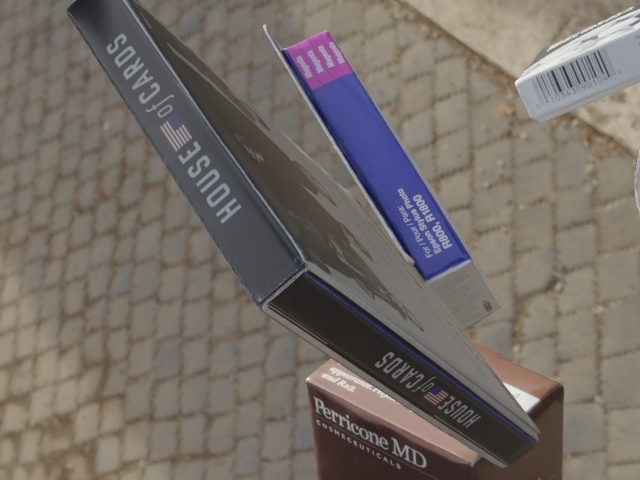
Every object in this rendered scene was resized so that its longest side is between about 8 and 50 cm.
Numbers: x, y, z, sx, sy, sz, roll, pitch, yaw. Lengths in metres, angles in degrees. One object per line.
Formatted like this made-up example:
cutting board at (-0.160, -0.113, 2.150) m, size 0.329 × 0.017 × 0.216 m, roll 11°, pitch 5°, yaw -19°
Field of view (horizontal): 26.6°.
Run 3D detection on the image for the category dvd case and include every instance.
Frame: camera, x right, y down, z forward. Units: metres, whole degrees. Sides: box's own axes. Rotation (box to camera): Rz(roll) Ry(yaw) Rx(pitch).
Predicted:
dvd case at (0.000, 0.000, 0.597) m, size 0.029 × 0.239 × 0.179 m, roll -41°, pitch 54°, yaw 7°

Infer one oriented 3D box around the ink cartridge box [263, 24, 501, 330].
ink cartridge box at (0.079, -0.075, 1.537) m, size 0.071 × 0.330 × 0.324 m, roll -32°, pitch 70°, yaw 3°

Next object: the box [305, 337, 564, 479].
box at (0.113, 0.278, 1.255) m, size 0.191 × 0.143 × 0.381 m, roll 22°, pitch 130°, yaw 38°

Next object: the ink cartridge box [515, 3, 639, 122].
ink cartridge box at (0.271, -0.171, 1.093) m, size 0.206 × 0.208 × 0.045 m, roll -23°, pitch 98°, yaw 22°

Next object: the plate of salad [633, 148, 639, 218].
plate of salad at (0.231, -0.003, 0.572) m, size 0.048 × 0.200 × 0.200 m, roll 108°, pitch 150°, yaw -45°
